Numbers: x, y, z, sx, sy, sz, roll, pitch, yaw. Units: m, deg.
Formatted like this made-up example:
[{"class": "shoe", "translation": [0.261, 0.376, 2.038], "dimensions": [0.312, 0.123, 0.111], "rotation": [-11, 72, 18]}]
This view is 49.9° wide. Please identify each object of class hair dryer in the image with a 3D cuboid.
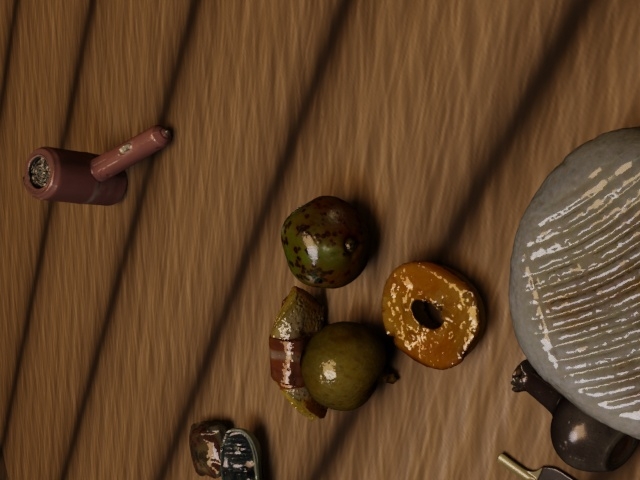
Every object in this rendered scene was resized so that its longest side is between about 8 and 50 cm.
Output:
[{"class": "hair dryer", "translation": [-0.488, -0.189, 1.578], "dimensions": [0.352, 0.210, 0.125], "rotation": [-23, 77, 28]}]

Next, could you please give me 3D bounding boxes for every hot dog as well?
[{"class": "hot dog", "translation": [-0.045, 0.210, 1.280], "dimensions": [0.093, 0.123, 0.261], "rotation": [-1, 93, 34]}]

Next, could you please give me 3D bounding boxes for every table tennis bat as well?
[{"class": "table tennis bat", "translation": [0.335, 0.372, 1.034], "dimensions": [0.156, 0.013, 0.087], "rotation": [32, 119, 33]}]

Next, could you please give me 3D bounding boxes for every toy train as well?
[{"class": "toy train", "translation": [-0.156, 0.582, 1.478], "dimensions": [0.086, 0.088, 0.407], "rotation": [-2, 98, 8]}]

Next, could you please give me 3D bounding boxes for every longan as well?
[{"class": "longan", "translation": [0.050, 0.220, 1.190], "dimensions": [0.176, 0.145, 0.155], "rotation": [22, 147, -4]}]

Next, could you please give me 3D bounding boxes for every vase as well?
[{"class": "vase", "translation": [0.339, 0.229, 0.943], "dimensions": [0.183, 0.120, 0.120], "rotation": [39, 123, 48]}]

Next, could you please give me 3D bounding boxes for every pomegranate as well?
[{"class": "pomegranate", "translation": [0.000, 0.000, 1.187], "dimensions": [0.205, 0.159, 0.159], "rotation": [-164, 69, -67]}]

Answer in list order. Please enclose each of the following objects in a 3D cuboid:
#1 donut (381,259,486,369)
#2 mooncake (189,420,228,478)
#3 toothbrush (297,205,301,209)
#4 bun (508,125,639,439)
[{"class": "donut", "translation": [0.182, 0.112, 1.092], "dimensions": [0.178, 0.065, 0.162], "rotation": [44, 120, 29]}, {"class": "mooncake", "translation": [-0.247, 0.467, 1.542], "dimensions": [0.130, 0.073, 0.125], "rotation": [-26, 79, 53]}, {"class": "toothbrush", "translation": [-0.043, -0.002, 1.312], "dimensions": [0.011, 0.013, 0.131], "rotation": [24, 116, 43]}, {"class": "bun", "translation": [0.392, 0.046, 0.782], "dimensions": [0.362, 0.211, 0.362], "rotation": [14, 110, 42]}]
